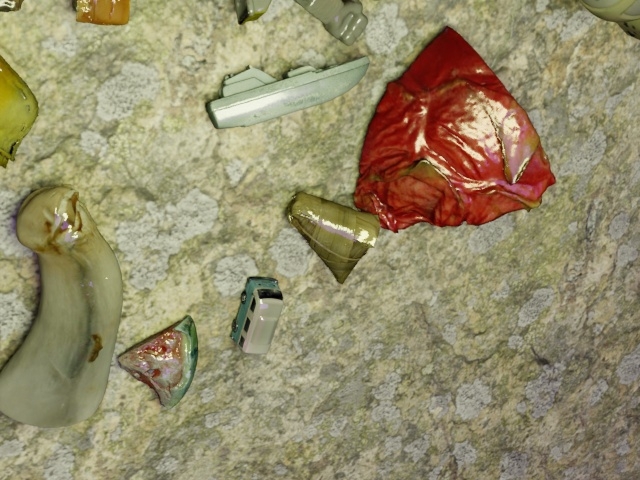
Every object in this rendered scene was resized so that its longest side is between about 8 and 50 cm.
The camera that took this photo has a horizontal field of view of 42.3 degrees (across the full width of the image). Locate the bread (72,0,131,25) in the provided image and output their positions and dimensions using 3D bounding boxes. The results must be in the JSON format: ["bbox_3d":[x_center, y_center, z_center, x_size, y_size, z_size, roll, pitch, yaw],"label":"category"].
[{"bbox_3d":[-0.281,-0.322,1.067,0.070,0.077,0.083,-1,116,-21],"label":"bread"}]

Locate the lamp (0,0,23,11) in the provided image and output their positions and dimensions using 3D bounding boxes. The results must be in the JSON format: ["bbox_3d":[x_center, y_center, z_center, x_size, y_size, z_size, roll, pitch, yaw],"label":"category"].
[{"bbox_3d":[-0.377,-0.399,0.927,0.177,0.177,0.274,0,114,-26],"label":"lamp"}]

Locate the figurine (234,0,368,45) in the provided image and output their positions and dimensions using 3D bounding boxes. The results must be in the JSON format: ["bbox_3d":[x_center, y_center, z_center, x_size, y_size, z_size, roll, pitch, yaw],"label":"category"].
[{"bbox_3d":[0.023,-0.406,1.107,0.285,0.342,0.167,-12,77,-18],"label":"figurine"}]

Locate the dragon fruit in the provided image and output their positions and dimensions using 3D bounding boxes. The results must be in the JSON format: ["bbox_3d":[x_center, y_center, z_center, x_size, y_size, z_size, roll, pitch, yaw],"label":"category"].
[{"bbox_3d":[0.209,-0.122,1.374,0.330,0.302,0.240,-43,160,21],"label":"dragon fruit"}]

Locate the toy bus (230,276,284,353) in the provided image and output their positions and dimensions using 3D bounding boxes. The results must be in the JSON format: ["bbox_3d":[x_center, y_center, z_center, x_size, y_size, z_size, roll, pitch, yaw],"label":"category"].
[{"bbox_3d":[-0.104,0.130,1.406,0.060,0.075,0.123,7,114,-28],"label":"toy bus"}]

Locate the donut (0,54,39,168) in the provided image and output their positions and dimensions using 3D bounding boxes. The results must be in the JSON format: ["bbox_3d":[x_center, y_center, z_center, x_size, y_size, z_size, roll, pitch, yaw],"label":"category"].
[{"bbox_3d":[-0.438,-0.206,0.956,0.107,0.272,0.272,-48,127,-7],"label":"donut"}]

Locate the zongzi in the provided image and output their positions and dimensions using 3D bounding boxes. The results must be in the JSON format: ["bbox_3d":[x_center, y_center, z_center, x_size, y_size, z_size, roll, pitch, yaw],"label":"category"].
[{"bbox_3d":[0.000,0.000,1.402,0.160,0.078,0.176,24,142,-9],"label":"zongzi"}]

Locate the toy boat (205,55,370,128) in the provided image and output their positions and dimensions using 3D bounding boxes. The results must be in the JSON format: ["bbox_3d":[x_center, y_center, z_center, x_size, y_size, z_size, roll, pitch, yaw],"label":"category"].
[{"bbox_3d":[-0.046,-0.234,1.233,0.260,0.078,0.085,-19,101,-12],"label":"toy boat"}]

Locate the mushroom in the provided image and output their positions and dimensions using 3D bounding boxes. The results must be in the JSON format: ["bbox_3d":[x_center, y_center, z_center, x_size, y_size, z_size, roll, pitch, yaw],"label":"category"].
[{"bbox_3d":[-0.380,0.102,1.231,0.177,0.126,0.397,10,116,-20],"label":"mushroom"}]

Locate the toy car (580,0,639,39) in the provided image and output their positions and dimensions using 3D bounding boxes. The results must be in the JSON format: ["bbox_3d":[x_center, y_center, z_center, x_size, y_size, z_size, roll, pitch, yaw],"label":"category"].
[{"bbox_3d":[0.464,-0.429,1.271,0.336,0.242,0.226,3,118,-29],"label":"toy car"}]

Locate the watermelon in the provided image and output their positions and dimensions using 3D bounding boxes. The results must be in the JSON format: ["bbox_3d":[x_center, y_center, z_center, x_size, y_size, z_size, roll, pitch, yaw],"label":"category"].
[{"bbox_3d":[-0.269,0.215,1.383,0.139,0.071,0.187,4,116,-23],"label":"watermelon"}]
